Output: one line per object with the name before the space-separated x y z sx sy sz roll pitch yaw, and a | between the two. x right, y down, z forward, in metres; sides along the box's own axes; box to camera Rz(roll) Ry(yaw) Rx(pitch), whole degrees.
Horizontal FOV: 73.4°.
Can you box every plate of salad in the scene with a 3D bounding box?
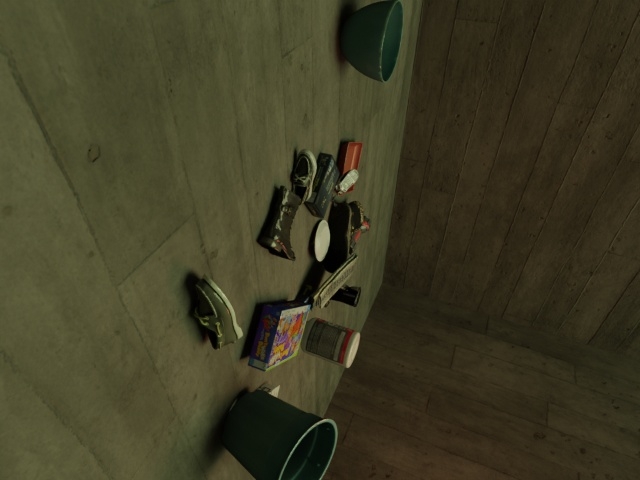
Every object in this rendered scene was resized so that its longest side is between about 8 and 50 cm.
plate of salad | 0.000 0.000 2.050 0.200 0.048 0.199 5 90 -71

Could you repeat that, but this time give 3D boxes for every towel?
towel | 0.067 0.224 2.165 0.324 0.056 0.312 -43 168 -16

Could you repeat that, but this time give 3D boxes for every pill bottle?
pill bottle | 0.013 0.472 2.051 0.176 0.319 0.176 16 90 -74

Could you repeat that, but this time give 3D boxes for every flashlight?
flashlight | 0.220 -0.030 2.624 0.304 0.103 0.103 -59 160 -44

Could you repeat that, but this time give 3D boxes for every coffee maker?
coffee maker | 0.139 0.337 2.564 0.120 0.178 0.171 -10 114 -70

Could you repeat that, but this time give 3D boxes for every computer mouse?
computer mouse | 0.102 -0.259 2.017 0.193 0.042 0.106 -48 129 -6

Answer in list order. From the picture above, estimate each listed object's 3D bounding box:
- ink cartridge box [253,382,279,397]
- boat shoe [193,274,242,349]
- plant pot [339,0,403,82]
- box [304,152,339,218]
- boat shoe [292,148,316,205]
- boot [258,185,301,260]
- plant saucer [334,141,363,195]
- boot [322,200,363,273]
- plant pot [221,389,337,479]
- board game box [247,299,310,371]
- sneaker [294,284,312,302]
ink cartridge box | -0.249 0.693 1.867 0.180 0.060 0.104 -3 108 -72
boat shoe | -0.297 0.211 1.202 0.091 0.109 0.304 -35 146 -22
plant pot | 0.189 -0.784 1.680 0.290 0.196 0.290 15 90 -73
box | 0.008 -0.231 1.843 0.183 0.059 0.232 55 54 -70
boat shoe | -0.064 -0.228 1.589 0.070 0.078 0.219 -56 157 -48
boot | -0.117 -0.057 1.553 0.263 0.091 0.228 50 58 -67
plant saucer | 0.133 -0.365 2.139 0.258 0.048 0.258 -31 135 -66
boot | 0.127 -0.032 2.284 0.284 0.138 0.377 -32 130 -66
plant pot | -0.170 0.753 1.613 0.341 0.334 0.340 -26 125 -46
board game box | -0.155 0.369 1.727 0.347 0.078 0.233 14 91 -73
sneaker | -0.078 0.273 2.040 0.144 0.053 0.059 -51 153 -50
